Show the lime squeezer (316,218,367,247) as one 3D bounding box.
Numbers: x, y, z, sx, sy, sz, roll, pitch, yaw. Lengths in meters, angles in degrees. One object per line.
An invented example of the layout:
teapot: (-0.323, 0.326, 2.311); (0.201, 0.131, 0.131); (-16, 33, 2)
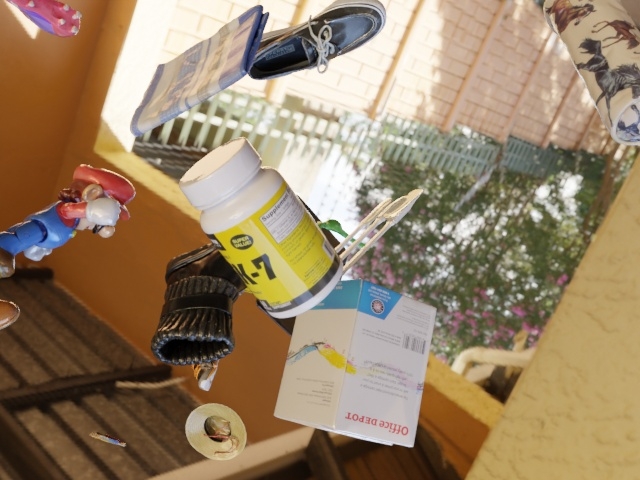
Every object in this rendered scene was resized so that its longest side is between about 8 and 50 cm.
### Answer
lime squeezer: (0.000, 0.000, 1.936); (0.310, 0.110, 0.059); (-13, -148, -33)

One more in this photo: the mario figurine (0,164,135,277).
mario figurine: (-0.495, -0.017, 1.396); (0.198, 0.170, 0.320); (32, -126, 32)

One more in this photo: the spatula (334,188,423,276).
spatula: (0.080, -0.010, 1.330); (0.019, 0.242, 0.168); (52, 162, -15)

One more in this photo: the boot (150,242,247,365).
boot: (-0.190, 0.108, 1.498); (0.131, 0.347, 0.260); (54, -163, -33)

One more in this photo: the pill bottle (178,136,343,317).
pill bottle: (-0.073, -0.015, 0.879); (0.209, 0.119, 0.119); (54, -177, -22)

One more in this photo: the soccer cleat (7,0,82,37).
soccer cleat: (-0.609, -0.498, 1.471); (0.095, 0.083, 0.248); (-1, 163, 31)

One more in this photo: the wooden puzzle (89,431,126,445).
wooden puzzle: (-0.513, 0.478, 1.719); (0.116, 0.014, 0.078); (-4, 149, 44)

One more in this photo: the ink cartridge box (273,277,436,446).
ink cartridge box: (0.057, 0.200, 1.166); (0.171, 0.233, 0.168); (23, 162, -33)

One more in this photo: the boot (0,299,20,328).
boot: (-1.001, 0.158, 1.990); (0.283, 0.220, 0.109); (6, -130, -13)

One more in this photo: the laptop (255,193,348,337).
laptop: (-0.079, 0.157, 2.084); (0.236, 0.408, 0.382); (24, -126, -8)

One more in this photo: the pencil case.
pencil case: (0.630, -0.386, 1.527); (0.183, 0.160, 0.411); (16, -133, -36)

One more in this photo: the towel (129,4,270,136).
towel: (-0.224, -0.308, 1.294); (0.034, 0.284, 0.209); (46, -141, -34)

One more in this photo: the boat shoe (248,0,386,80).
boat shoe: (-0.011, -0.403, 1.450); (0.306, 0.113, 0.105); (-12, -140, 9)

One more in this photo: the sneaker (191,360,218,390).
sneaker: (-0.381, 0.416, 2.319); (0.083, 0.084, 0.215); (23, -166, -10)

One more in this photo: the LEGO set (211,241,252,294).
LEGO set: (-0.183, 0.042, 2.159); (0.331, 0.192, 0.255); (22, -133, -9)

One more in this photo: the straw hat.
straw hat: (-0.231, 0.422, 1.619); (0.144, 0.145, 0.061); (22, -164, -1)
